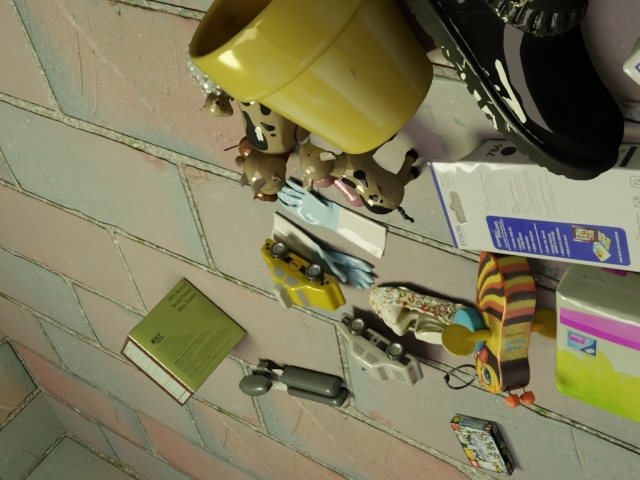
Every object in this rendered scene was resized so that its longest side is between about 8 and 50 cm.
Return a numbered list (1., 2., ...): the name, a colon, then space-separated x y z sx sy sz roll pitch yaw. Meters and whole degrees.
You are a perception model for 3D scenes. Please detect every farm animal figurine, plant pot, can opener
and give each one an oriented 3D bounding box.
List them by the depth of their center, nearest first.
1. plant pot: 0.006 -0.244 1.007 0.239 0.254 0.254 39 150 -27
2. farm animal figurine: -0.045 -0.150 1.205 0.330 0.172 0.326 8 134 39
3. can opener: -0.072 0.348 1.875 0.283 0.095 0.076 5 133 42

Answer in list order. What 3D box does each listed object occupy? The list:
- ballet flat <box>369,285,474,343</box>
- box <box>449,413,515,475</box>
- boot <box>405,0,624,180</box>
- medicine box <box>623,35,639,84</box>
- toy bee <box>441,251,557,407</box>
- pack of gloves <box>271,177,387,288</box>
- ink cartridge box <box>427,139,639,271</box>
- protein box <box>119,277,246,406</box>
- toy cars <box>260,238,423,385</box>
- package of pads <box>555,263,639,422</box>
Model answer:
1. ballet flat: 0.171 0.135 1.407 0.241 0.077 0.091 9 137 39
2. box: 0.325 0.409 1.614 0.094 0.027 0.137 3 131 44
3. boot: 0.261 -0.237 0.841 0.348 0.131 0.260 46 146 -7
4. medicine box: 0.473 -0.169 0.692 0.289 0.149 0.263 40 147 0
5. toy bee: 0.289 0.164 1.234 0.162 0.195 0.298 -119 6 -49
6. pack of gloves: 0.000 0.000 1.451 0.232 0.046 0.195 28 146 18
7. ink cartridge box: 0.315 -0.049 1.066 0.333 0.065 0.165 8 135 38
8. protein box: -0.327 0.242 1.910 0.201 0.200 0.136 41 146 0
9. toy cars: 0.025 0.153 1.527 0.394 0.087 0.176 44 163 -7
10. package of pads: 0.477 0.167 1.117 0.297 0.101 0.229 18 140 32
